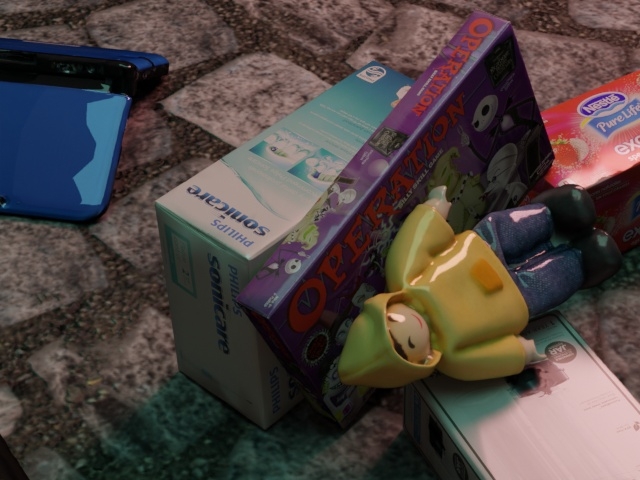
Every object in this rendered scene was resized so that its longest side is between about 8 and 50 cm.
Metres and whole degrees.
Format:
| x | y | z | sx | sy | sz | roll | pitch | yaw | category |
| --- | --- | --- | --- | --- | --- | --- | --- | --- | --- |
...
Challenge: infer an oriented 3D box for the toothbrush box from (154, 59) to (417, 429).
| x | y | z | sx | sy | sz | roll | pitch | yaw | category |
| --- | --- | --- | --- | --- | --- | --- | --- | --- | --- |
| 0.000 | 0.000 | 1.371 | 0.126 | 0.216 | 0.295 | 29 | 51 | 32 | toothbrush box |

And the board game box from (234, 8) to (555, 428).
| x | y | z | sx | sy | sz | roll | pitch | yaw | category |
| --- | --- | --- | --- | --- | --- | --- | --- | --- | --- |
| 0.080 | -0.016 | 1.310 | 0.056 | 0.208 | 0.347 | 26 | 70 | 39 | board game box |

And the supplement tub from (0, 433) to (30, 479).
| x | y | z | sx | sy | sz | roll | pitch | yaw | category |
| --- | --- | --- | --- | --- | --- | --- | --- | --- | --- |
| -0.274 | 0.280 | 1.070 | 0.207 | 0.207 | 0.338 | -24 | 46 | -23 | supplement tub |

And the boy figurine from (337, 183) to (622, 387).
| x | y | z | sx | sy | sz | roll | pitch | yaw | category |
| --- | --- | --- | --- | --- | --- | --- | --- | --- | --- |
| 0.125 | 0.039 | 1.251 | 0.285 | 0.092 | 0.177 | -24 | 87 | -34 | boy figurine |

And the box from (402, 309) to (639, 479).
| x | y | z | sx | sy | sz | roll | pitch | yaw | category |
| --- | --- | --- | --- | --- | --- | --- | --- | --- | --- |
| 0.208 | 0.203 | 1.237 | 0.169 | 0.087 | 0.290 | -19 | 45 | -19 | box |

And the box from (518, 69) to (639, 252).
| x | y | z | sx | sy | sz | roll | pitch | yaw | category |
| --- | --- | --- | --- | --- | --- | --- | --- | --- | --- |
| 0.310 | -0.078 | 1.521 | 0.256 | 0.123 | 0.128 | -23 | 46 | -23 | box |

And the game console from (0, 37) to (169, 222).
| x | y | z | sx | sy | sz | roll | pitch | yaw | category |
| --- | --- | --- | --- | --- | --- | --- | --- | --- | --- |
| -0.346 | -0.137 | 1.672 | 0.293 | 0.173 | 0.250 | 7 | 12 | 8 | game console |
